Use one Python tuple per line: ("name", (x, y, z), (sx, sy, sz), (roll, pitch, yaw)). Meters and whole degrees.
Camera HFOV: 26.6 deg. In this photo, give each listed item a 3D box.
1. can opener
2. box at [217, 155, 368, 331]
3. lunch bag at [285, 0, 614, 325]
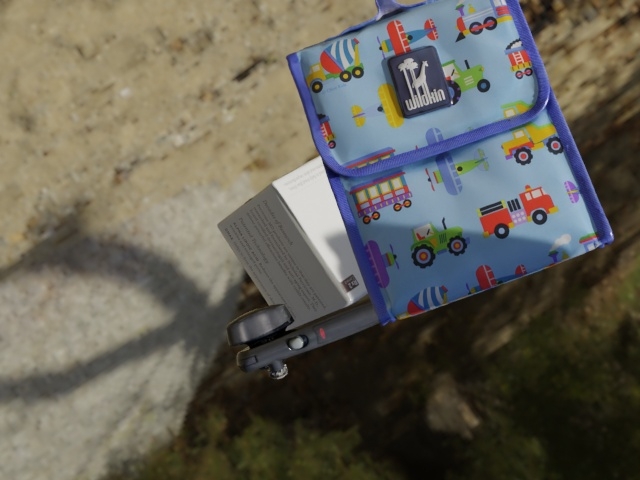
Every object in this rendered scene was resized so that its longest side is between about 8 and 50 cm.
("can opener", (-0.005, 0.096, 1.440), (0.186, 0.073, 0.059), (-16, -168, -4))
("box", (0.000, 0.000, 1.726), (0.119, 0.182, 0.181), (-34, 178, 38))
("lunch bag", (0.113, -0.095, 1.263), (0.221, 0.293, 0.138), (-21, 175, 6))
